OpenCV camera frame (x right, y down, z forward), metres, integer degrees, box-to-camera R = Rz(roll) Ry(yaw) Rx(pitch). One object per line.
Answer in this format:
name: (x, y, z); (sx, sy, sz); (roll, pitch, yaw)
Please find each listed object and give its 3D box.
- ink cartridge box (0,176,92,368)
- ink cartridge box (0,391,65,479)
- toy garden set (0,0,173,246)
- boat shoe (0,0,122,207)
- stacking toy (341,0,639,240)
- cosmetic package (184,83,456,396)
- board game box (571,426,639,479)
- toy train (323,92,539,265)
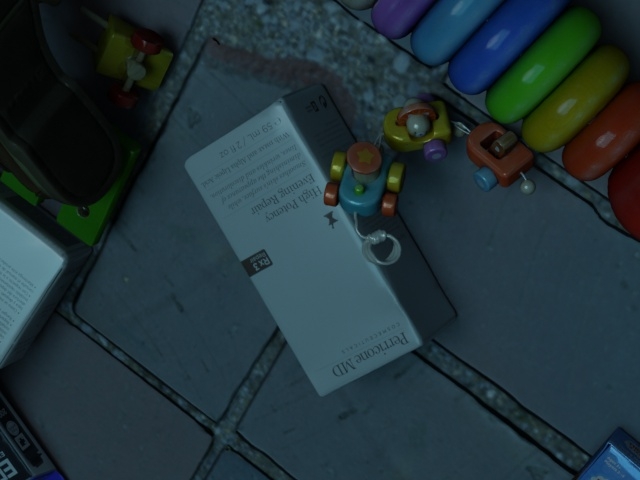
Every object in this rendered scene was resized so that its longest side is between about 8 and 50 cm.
ink cartridge box: (-0.405, 0.025, 1.428); (0.296, 0.066, 0.261); (38, 105, 7)
ink cartridge box: (-0.370, 0.234, 1.522); (0.206, 0.045, 0.208); (-33, 95, 30)
toy garden set: (-0.250, -0.146, 1.351); (0.244, 0.049, 0.204); (36, 119, 13)
boat shoe: (-0.278, -0.149, 1.216); (0.104, 0.111, 0.307); (15, 141, 41)
stacking toy: (0.172, -0.126, 1.119); (0.330, 0.141, 0.141); (43, 119, -1)
cosmetic package: (0.000, 0.000, 1.254); (0.117, 0.085, 0.231); (-31, 90, 30)
board game box: (0.243, 0.282, 1.251); (0.160, 0.039, 0.211); (40, 119, 9)
toy train: (0.083, -0.060, 1.170); (0.125, 0.166, 0.046); (49, 163, 27)
